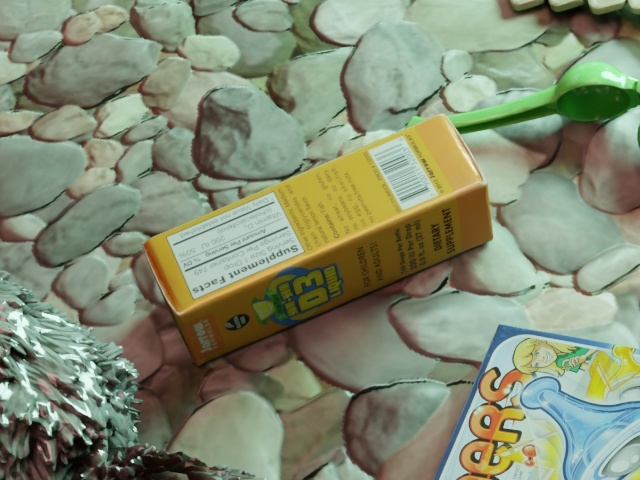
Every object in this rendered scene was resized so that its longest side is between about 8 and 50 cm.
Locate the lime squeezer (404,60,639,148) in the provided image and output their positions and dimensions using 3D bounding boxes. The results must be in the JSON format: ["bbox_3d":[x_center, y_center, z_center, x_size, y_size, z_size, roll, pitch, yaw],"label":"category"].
[{"bbox_3d":[0.214,-0.069,1.050,0.310,0.059,0.110,26,62,26],"label":"lime squeezer"}]

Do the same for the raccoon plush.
[{"bbox_3d":[-0.204,0.041,0.858,0.446,0.299,0.216,-1,40,26],"label":"raccoon plush"}]

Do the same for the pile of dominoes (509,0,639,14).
[{"bbox_3d":[0.273,-0.243,1.196,0.251,0.040,0.196,5,55,25],"label":"pile of dominoes"}]

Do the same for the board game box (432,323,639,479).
[{"bbox_3d":[0.141,0.150,0.899,0.136,0.035,0.201,8,54,27],"label":"board game box"}]

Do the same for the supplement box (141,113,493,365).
[{"bbox_3d":[0.000,0.000,1.029,0.233,0.078,0.080,-22,55,-4],"label":"supplement box"}]
